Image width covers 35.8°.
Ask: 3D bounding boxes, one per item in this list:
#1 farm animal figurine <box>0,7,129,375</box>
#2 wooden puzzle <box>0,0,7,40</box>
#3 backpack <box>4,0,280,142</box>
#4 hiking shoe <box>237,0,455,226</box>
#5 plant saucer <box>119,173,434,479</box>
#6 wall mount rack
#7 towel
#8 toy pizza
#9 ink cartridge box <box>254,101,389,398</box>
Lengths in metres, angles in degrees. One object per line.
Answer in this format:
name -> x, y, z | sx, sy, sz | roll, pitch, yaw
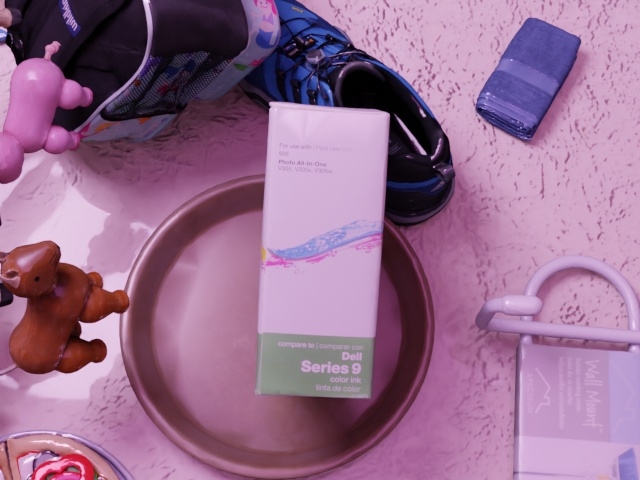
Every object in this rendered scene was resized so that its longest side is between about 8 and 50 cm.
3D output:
farm animal figurine -> -0.323, -0.014, 0.773 | 0.327, 0.172, 0.330 | -37, 71, 27
wooden puzzle -> -0.357, -0.238, 0.993 | 0.079, 0.014, 0.116 | -25, 74, -5
backpack -> -0.171, -0.205, 0.871 | 0.191, 0.253, 0.225 | -6, 71, -44
hiking shoe -> 0.015, -0.151, 0.914 | 0.304, 0.132, 0.113 | 42, 75, 11
plant saucer -> -0.038, 0.074, 0.887 | 0.278, 0.041, 0.277 | 1, 71, -2
wall mount rack -> 0.280, 0.168, 0.820 | 0.304, 0.130, 0.349 | 4, 73, -1
towel -> 0.205, -0.161, 0.978 | 0.067, 0.029, 0.119 | 30, 74, 7
toy pizza -> -0.242, 0.258, 0.823 | 0.201, 0.032, 0.201 | 1, 72, -2
ink cartridge box -> 0.000, 0.000, 0.772 | 0.093, 0.154, 0.212 | 2, 98, -1
